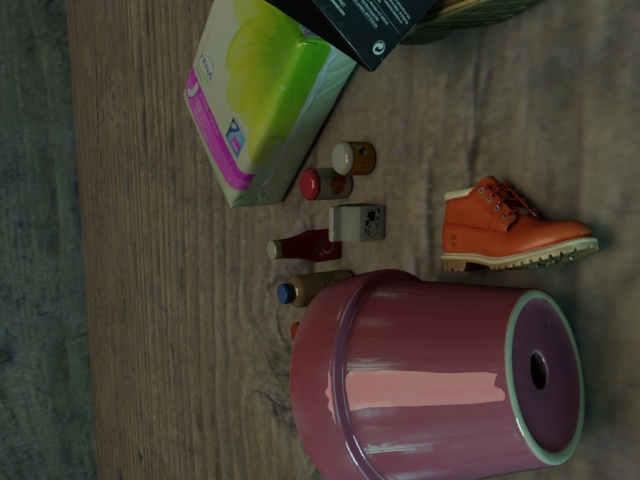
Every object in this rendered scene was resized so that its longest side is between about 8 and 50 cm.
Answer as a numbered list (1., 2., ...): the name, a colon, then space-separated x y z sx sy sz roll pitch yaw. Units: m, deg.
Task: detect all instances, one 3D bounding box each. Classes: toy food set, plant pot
1. toy food set: 0.000 0.000 0.718 0.111 0.104 0.233 14 107 56
2. plant pot: 0.105 0.116 0.507 0.180 0.201 0.202 -14 82 42

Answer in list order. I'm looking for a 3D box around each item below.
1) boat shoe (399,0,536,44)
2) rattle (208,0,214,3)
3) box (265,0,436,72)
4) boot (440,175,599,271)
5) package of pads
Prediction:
1. boat shoe: 0.117 -0.218 0.537 0.178 0.064 0.060 10 105 60
2. rattle: -0.163 -0.411 0.825 0.130 0.199 0.143 -39 62 53
3. box: 0.021 -0.294 0.556 0.184 0.103 0.261 -46 44 5
4. boot: 0.158 -0.016 0.513 0.158 0.059 0.085 -4 86 59
5. package of pads: -0.081 -0.223 0.819 0.297 0.101 0.229 -55 51 45
